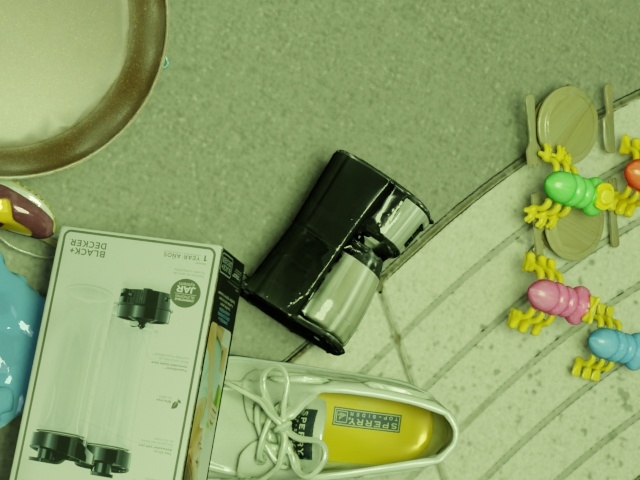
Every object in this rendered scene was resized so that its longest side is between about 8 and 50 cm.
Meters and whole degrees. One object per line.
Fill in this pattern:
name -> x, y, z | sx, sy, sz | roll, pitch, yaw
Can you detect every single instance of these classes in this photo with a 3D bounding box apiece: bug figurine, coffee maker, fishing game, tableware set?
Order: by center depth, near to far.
fishing game -> -0.343, 0.093, 1.360 | 0.189, 0.041, 0.264 | 27, 68, -17
coffee maker -> 0.000, 0.000, 1.449 | 0.171, 0.120, 0.178 | 36, 78, -16
bug figurine -> 0.310, 0.017, 1.557 | 0.216, 0.072, 0.279 | 11, 90, -33
tableware set -> 0.270, -0.074, 1.589 | 0.128, 0.039, 0.194 | -10, 100, -31

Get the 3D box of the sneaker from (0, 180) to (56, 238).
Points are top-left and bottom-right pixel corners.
sneaker -> -0.342, -0.028, 1.336 | 0.185, 0.069, 0.084 | 24, 65, -7

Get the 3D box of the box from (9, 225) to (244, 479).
box -> -0.183, 0.143, 1.345 | 0.169, 0.087, 0.290 | 6, 78, 13

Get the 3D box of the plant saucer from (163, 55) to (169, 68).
plant saucer -> -0.248, -0.172, 1.411 | 0.192, 0.018, 0.067 | -22, 98, -19

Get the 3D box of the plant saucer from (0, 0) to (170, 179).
plant saucer -> -0.295, -0.211, 1.327 | 0.310, 0.050, 0.311 | -1, 92, -20

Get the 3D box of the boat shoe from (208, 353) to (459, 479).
boat shoe -> -0.031, 0.189, 1.418 | 0.367, 0.156, 0.136 | 7, 87, -18
